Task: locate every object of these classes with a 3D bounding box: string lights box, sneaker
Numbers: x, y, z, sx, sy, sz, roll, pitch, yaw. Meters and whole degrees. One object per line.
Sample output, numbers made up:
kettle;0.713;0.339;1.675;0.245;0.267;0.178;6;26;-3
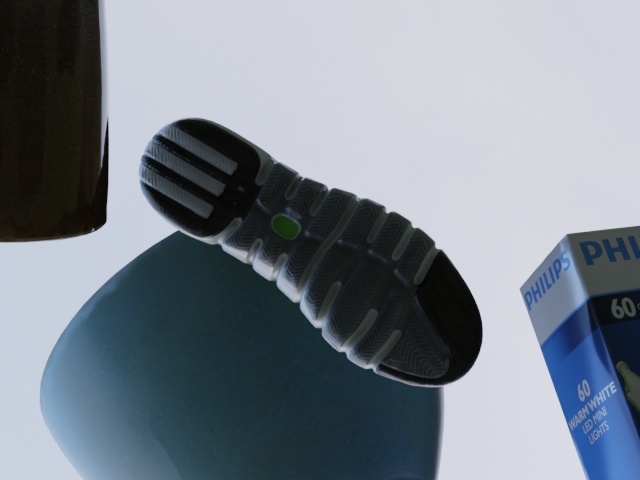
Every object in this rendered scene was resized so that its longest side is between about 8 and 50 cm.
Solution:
string lights box;0.224;0.119;1.096;0.133;0.077;0.259;-7;-115;-23
sneaker;0.000;0.000;1.142;0.229;0.086;0.132;36;-177;-1

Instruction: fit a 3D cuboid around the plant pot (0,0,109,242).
plant pot;-0.187;-0.135;0.855;0.215;0.215;0.230;-1;-75;-43

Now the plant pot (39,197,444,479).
plant pot;-0.025;0.134;1.335;0.290;0.290;0.195;0;-134;-43
